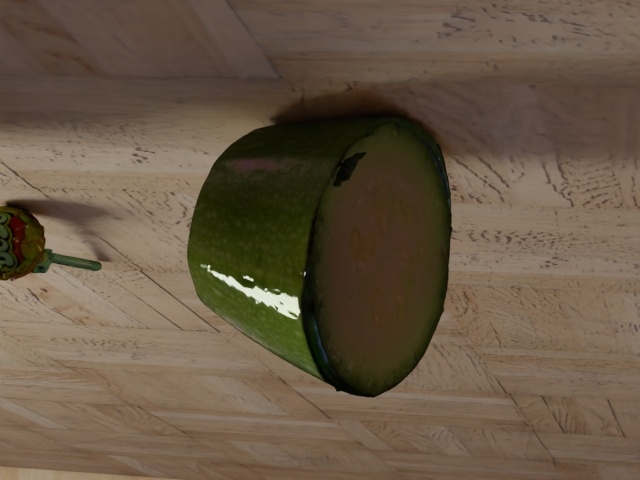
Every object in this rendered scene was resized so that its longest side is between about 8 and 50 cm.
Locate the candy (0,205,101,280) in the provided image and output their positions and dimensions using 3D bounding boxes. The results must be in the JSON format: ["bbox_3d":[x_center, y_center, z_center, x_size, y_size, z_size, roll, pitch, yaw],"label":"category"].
[{"bbox_3d":[-0.216,0.011,1.511,0.060,0.060,0.201,1,173,17],"label":"candy"}]

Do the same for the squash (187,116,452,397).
[{"bbox_3d":[0.000,0.000,1.156,0.122,0.170,0.170,16,173,30],"label":"squash"}]
